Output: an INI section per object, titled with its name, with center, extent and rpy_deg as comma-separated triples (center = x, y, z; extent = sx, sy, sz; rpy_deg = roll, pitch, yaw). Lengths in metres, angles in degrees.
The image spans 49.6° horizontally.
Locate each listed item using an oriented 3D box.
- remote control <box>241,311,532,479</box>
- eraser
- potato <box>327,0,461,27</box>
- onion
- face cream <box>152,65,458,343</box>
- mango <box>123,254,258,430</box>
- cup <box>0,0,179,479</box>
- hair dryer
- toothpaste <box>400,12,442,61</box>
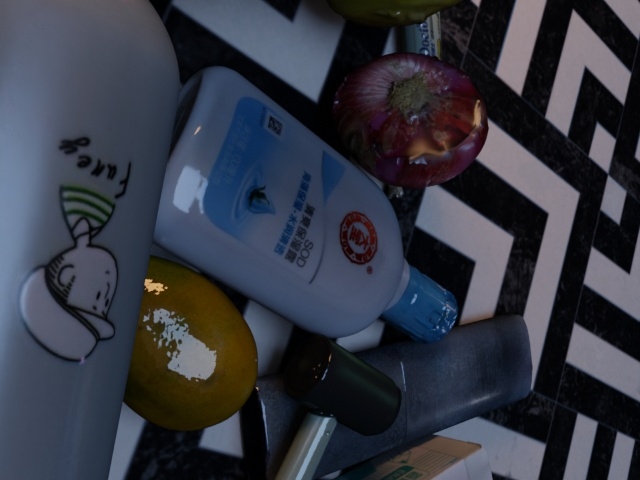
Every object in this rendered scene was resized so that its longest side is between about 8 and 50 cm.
[remote control]
center = 0.088, 0.155, 0.713
extent = 0.377, 0.044, 0.107
rpy_deg = -7, 90, -37
[eraser]
center = 0.054, 0.252, 0.654
extent = 0.225, 0.095, 0.052
rpy_deg = -16, 96, -36
[potato]
center = -0.070, -0.290, 0.514
extent = 0.296, 0.290, 0.397
rpy_deg = -33, 154, -4
[onion]
center = 0.083, -0.097, 0.680
extent = 0.150, 0.150, 0.140
rpy_deg = -47, 158, -28
[face cream]
center = 0.000, 0.000, 0.617
extent = 0.336, 0.080, 0.163
rpy_deg = 35, 60, -32
[mango]
center = -0.117, 0.071, 0.526
extent = 0.111, 0.089, 0.163
rpy_deg = -41, 104, -34
[cup]
center = -0.198, -0.005, 0.389
extent = 0.205, 0.205, 0.312
rpy_deg = 16, 80, -37
[hair dryer]
center = -0.011, 0.186, 0.582
extent = 0.100, 0.057, 0.198
rpy_deg = 38, 73, -29
[toothpaste]
center = 0.105, -0.257, 0.730
extent = 0.067, 0.037, 0.256
rpy_deg = -3, 90, -33
